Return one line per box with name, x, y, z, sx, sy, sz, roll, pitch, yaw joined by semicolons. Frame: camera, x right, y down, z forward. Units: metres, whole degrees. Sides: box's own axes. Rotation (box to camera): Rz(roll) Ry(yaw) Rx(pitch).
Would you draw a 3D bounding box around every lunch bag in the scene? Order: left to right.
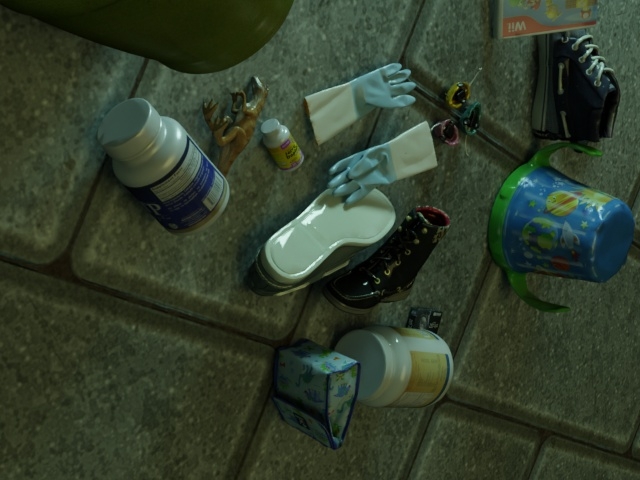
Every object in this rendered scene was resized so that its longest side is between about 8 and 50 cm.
lunch bag;-0.011;0.258;1.851;0.096;0.128;0.151;-16;118;-43

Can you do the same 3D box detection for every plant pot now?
plant pot;-0.198;-0.362;1.265;0.353;0.366;0.367;33;79;-60

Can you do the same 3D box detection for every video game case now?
video game case;0.413;-0.516;2.020;0.204;0.025;0.285;-10;118;-14

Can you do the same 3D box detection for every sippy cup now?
sippy cup;0.492;-0.022;2.228;0.240;0.224;0.306;-43;132;-29

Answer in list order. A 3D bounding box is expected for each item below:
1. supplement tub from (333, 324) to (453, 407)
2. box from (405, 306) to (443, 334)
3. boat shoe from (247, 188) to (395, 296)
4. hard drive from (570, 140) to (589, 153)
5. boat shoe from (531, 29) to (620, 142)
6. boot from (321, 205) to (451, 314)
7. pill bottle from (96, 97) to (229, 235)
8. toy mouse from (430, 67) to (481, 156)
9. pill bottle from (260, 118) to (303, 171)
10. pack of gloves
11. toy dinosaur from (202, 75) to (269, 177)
supplement tub;0.127;0.224;1.980;0.199;0.144;0.144;11;96;-49
box;0.195;0.162;2.128;0.083;0.018;0.067;10;98;-49
boat shoe;0.000;0.000;1.814;0.319;0.116;0.099;-32;170;-45
hard drive;0.569;-0.266;2.372;0.135;0.022;0.094;-55;137;-17
boat shoe;0.513;-0.351;2.171;0.127;0.158;0.341;-23;121;-41
boot;0.114;0.028;1.888;0.236;0.085;0.179;-10;138;-53
pill bottle;-0.213;-0.100;1.499;0.112;0.112;0.187;-55;137;-17
toy mouse;0.247;-0.215;2.028;0.161;0.031;0.143;-42;132;-29
pill bottle;-0.060;-0.146;1.703;0.043;0.043;0.083;-53;137;-20
pack of gloves;0.077;-0.177;1.840;0.232;0.046;0.195;-25;111;-31
toy dinosaur;-0.127;-0.145;1.615;0.112;0.064;0.212;32;81;-50
